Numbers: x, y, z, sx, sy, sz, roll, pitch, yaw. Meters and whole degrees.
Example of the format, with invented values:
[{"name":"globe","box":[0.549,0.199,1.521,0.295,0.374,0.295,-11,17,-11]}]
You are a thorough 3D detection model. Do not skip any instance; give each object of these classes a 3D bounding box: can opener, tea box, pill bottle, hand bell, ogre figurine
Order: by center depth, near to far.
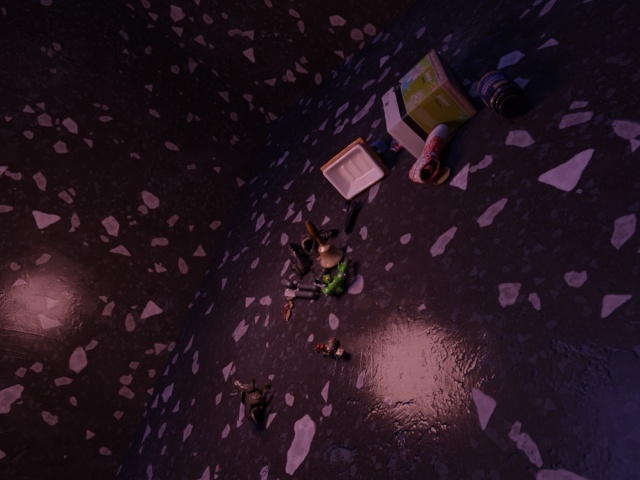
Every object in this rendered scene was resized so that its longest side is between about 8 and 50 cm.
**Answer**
[{"name":"pill bottle","box":[0.681,-0.548,1.548,0.122,0.122,0.219,-41,32,28]},{"name":"ogre figurine","box":[0.069,0.172,1.810,0.197,0.097,0.118,-32,16,14]},{"name":"tea box","box":[0.472,-0.610,1.843,0.323,0.220,0.329,-37,33,31]},{"name":"hand bell","box":[0.000,0.000,1.904,0.126,0.242,0.126,-23,33,16]},{"name":"can opener","box":[-0.107,0.243,2.022,0.280,0.093,0.074,-1,59,52]},{"name":"can opener","box":[0.144,-0.115,2.030,0.073,0.059,0.186,3,70,29]}]

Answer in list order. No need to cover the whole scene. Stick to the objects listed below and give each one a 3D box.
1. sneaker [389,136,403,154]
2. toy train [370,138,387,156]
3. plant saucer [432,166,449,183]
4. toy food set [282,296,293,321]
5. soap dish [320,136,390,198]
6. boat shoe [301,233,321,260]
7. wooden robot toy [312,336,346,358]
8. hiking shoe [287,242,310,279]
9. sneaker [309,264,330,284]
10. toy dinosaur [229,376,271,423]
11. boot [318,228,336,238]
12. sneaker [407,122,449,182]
[{"name":"sneaker","box":[0.367,-0.472,2.058,0.067,0.042,0.118,-45,32,14]},{"name":"toy train","box":[0.265,-0.462,2.179,0.184,0.080,0.105,-11,43,57]},{"name":"plant saucer","box":[0.491,-0.259,1.663,0.083,0.015,0.084,-38,32,30]},{"name":"toy food set","box":[-0.163,0.348,2.069,0.077,0.019,0.122,-12,58,54]},{"name":"soap dish","box":[0.176,-0.363,2.072,0.290,0.229,0.118,-31,20,40]},{"name":"boat shoe","box":[-0.052,0.018,2.155,0.103,0.092,0.285,-54,27,8]},{"name":"wooden robot toy","box":[0.039,0.413,1.626,0.173,0.076,0.079,-12,40,53]},{"name":"hiking shoe","box":[-0.134,0.104,2.184,0.114,0.086,0.227,-64,33,26]},{"name":"sneaker","box":[-0.012,0.169,1.978,0.170,0.051,0.089,-4,53,53]},{"name":"toy dinosaur","box":[-0.292,0.715,1.818,0.161,0.120,0.313,-64,31,12]},{"name":"boot","box":[0.035,-0.039,2.121,0.099,0.045,0.121,-18,10,24]},{"name":"sneaker","box":[0.470,-0.355,1.696,0.270,0.090,0.145,-58,15,9]}]
